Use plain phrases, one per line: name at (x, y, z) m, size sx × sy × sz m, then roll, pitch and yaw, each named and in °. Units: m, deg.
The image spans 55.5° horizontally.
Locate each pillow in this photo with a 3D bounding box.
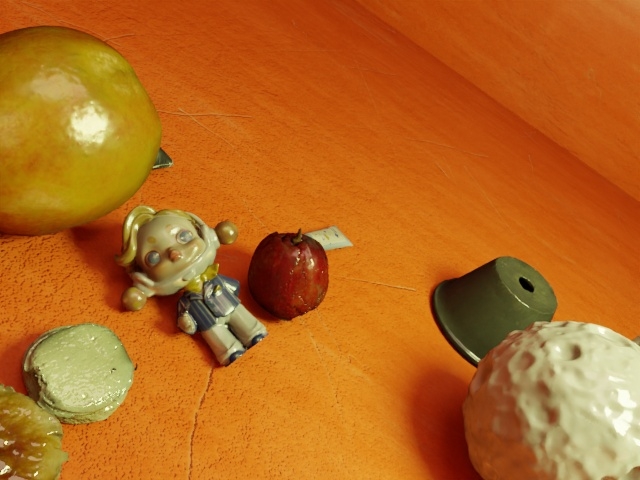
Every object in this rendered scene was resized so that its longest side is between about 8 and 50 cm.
pillow at (-0.342, -0.153, 1.134) m, size 0.091 × 0.055 × 0.136 m, roll 62°, pitch 33°, yaw -17°

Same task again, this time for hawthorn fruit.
hawthorn fruit at (-0.052, 0.046, 1.037) m, size 0.148 × 0.172 × 0.148 m, roll 4°, pitch 39°, yaw -3°

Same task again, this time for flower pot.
flower pot at (0.394, 0.142, 1.307) m, size 0.269 × 0.166 × 0.269 m, roll 24°, pitch 35°, yaw -19°

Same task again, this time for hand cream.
hand cream at (0.000, 0.000, 1.247) m, size 0.065 × 0.043 × 0.170 m, roll 49°, pitch 34°, yaw 20°

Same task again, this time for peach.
peach at (-0.398, -0.145, 0.867) m, size 0.308 × 0.308 × 0.332 m, roll 44°, pitch 59°, yaw 12°

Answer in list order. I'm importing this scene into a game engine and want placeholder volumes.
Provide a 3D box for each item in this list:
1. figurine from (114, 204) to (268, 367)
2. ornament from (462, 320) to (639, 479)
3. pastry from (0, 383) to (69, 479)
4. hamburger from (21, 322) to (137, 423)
figurine at (-0.188, 0.058, 0.944) m, size 0.274 × 0.133 × 0.194 m, roll 30°, pitch 77°, yaw -1°
ornament at (0.394, 0.301, 0.966) m, size 0.337 × 0.337 × 0.337 m, roll 23°, pitch 36°, yaw -18°
pastry at (-0.368, 0.233, 0.610) m, size 0.182 × 0.093 × 0.192 m, roll 36°, pitch 33°, yaw -4°
hamburger at (-0.305, 0.165, 0.774) m, size 0.133 × 0.062 × 0.140 m, roll 1°, pitch 49°, yaw -38°
